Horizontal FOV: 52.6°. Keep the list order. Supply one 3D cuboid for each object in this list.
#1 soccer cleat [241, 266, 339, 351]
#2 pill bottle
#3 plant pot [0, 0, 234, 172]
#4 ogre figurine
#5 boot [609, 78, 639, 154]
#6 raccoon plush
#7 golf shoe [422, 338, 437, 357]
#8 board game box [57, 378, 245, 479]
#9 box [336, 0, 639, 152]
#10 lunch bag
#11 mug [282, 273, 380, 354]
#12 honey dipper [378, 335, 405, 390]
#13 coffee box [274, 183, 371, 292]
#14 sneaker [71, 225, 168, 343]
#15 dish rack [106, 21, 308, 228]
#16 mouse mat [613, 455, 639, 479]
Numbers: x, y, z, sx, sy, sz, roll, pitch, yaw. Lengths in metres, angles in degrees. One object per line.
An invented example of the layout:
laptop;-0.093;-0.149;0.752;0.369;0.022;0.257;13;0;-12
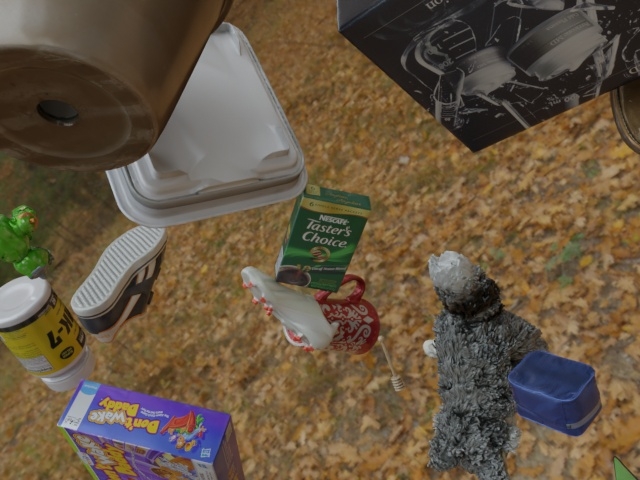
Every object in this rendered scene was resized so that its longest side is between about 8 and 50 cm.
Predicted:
soccer cleat;-0.053;0.106;1.100;0.076;0.196;0.068;-48;11;-21
pill bottle;-0.505;0.175;1.186;0.119;0.208;0.119;-11;40;9
plant pot;-0.245;-0.236;0.670;0.323;0.323;0.280;-29;52;42
ogre figurine;-0.419;-0.011;0.843;0.097;0.197;0.118;-30;38;-24
boot;0.486;-0.256;0.886;0.115;0.112;0.305;124;168;-71
raccoon plush;0.250;0.259;1.219;0.216;0.446;0.299;-4;53;48
golf shoe;0.384;0.346;2.109;0.069;0.086;0.176;-33;21;-14
board game box;-0.247;0.364;1.038;0.347;0.233;0.078;90;-166;-49
box;0.245;-0.308;0.777;0.343;0.312;0.179;-24;54;35
lunch bag;0.265;0.176;0.743;0.067;0.065;0.098;-34;27;-28
mug;0.017;0.142;1.239;0.113;0.169;0.150;-17;71;40
honey dipper;0.188;0.333;1.763;0.030;0.160;0.030;-22;8;3
coffee box;0.000;0.000;1.029;0.040;0.113;0.184;-93;20;-50
sneaker;-0.437;0.092;1.458;0.126;0.127;0.321;4;38;20
dish rack;-0.182;-0.192;0.929;0.285;0.333;0.072;-14;-23;-27
mouse mat;0.653;0.552;1.341;0.007;0.152;0.189;-8;5;5
